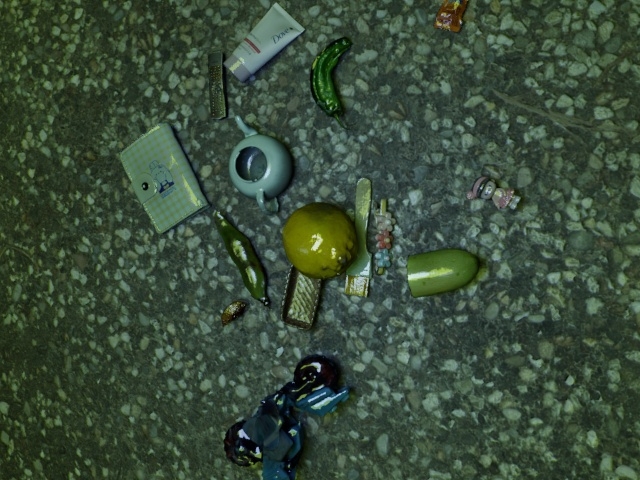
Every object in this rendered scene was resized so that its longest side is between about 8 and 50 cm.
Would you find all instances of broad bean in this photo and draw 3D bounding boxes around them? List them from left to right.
[{"bbox_3d":[-0.228,0.056,1.632,0.077,0.061,0.338,-34,78,28],"label":"broad bean"}]

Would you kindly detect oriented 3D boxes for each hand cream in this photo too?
[{"bbox_3d":[-0.174,-0.583,1.620,0.248,0.083,0.133,-46,77,4],"label":"hand cream"}]

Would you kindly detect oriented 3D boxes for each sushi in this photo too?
[{"bbox_3d":[-0.263,0.219,1.649,0.047,0.050,0.099,45,110,21],"label":"sushi"}]

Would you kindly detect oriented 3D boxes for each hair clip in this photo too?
[{"bbox_3d":[0.174,-0.011,1.493,0.056,0.062,0.213,-11,79,50],"label":"hair clip"}]

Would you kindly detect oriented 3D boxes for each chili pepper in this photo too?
[{"bbox_3d":[0.033,-0.438,1.542,0.122,0.065,0.278,-5,84,24],"label":"chili pepper"}]

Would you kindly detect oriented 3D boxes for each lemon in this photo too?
[{"bbox_3d":[0.000,0.000,1.466,0.204,0.204,0.260,-61,36,10],"label":"lemon"}]

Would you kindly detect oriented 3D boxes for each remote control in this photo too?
[{"bbox_3d":[-0.320,-0.481,1.692,0.059,0.028,0.211,-3,89,16],"label":"remote control"}]

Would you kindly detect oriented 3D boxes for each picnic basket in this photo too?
[{"bbox_3d":[-0.049,0.159,1.570,0.110,0.055,0.193,14,94,18],"label":"picnic basket"}]

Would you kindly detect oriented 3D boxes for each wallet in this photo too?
[{"bbox_3d":[-0.502,-0.196,1.734,0.223,0.077,0.309,-28,81,14],"label":"wallet"}]

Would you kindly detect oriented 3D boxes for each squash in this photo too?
[{"bbox_3d":[0.322,0.079,1.410,0.187,0.123,0.123,-12,85,16],"label":"squash"}]

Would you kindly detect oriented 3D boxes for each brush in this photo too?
[{"bbox_3d":[0.114,-0.011,1.532,0.086,0.020,0.336,5,90,21],"label":"brush"}]

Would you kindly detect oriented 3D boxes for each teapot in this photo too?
[{"bbox_3d":[-0.179,-0.214,1.582,0.193,0.129,0.294,-17,84,20],"label":"teapot"}]

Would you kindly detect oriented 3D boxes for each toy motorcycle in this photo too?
[{"bbox_3d":[-0.079,0.520,1.533,0.416,0.172,0.232,-45,82,5],"label":"toy motorcycle"}]

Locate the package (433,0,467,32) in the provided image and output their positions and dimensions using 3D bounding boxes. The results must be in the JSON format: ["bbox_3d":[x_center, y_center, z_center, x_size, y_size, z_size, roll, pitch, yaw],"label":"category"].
[{"bbox_3d":[0.355,-0.614,1.445,0.077,0.033,0.110,24,102,9],"label":"package"}]

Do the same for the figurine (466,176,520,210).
[{"bbox_3d":[0.448,-0.116,1.399,0.129,0.054,0.072,26,113,11],"label":"figurine"}]
